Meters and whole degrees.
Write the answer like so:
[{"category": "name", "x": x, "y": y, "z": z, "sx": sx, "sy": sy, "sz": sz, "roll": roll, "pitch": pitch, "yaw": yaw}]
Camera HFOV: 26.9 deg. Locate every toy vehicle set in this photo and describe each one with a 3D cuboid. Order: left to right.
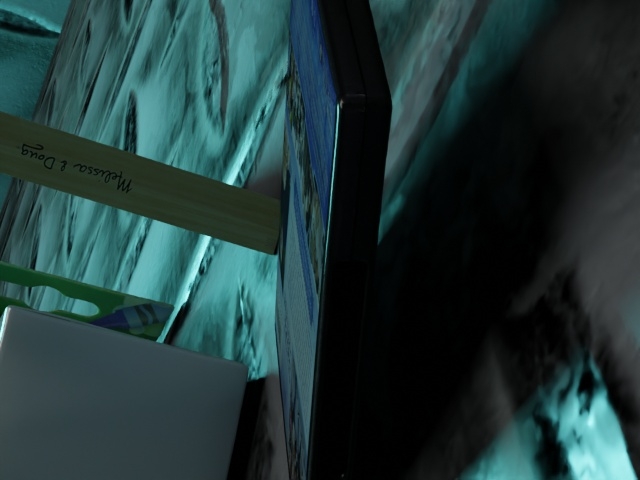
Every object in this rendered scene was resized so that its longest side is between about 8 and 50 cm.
[{"category": "toy vehicle set", "x": -0.169, "y": -0.050, "z": 0.875, "sx": 0.166, "sy": 0.266, "sz": 0.035, "roll": -167, "pitch": 94, "yaw": -74}]

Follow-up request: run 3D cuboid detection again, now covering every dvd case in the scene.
[{"category": "dvd case", "x": 0.000, "y": 0.000, "z": 0.584, "sx": 0.180, "sy": 0.022, "sz": 0.253, "roll": -99, "pitch": 11, "yaw": -52}]

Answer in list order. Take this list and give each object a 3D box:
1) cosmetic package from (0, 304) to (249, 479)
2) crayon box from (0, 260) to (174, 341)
[{"category": "cosmetic package", "x": -0.167, "y": 0.243, "z": 0.798, "sx": 0.197, "sy": 0.155, "sz": 0.366, "roll": 140, "pitch": 142, "yaw": -66}, {"category": "crayon box", "x": -0.267, "y": 0.161, "z": 1.092, "sx": 0.083, "sy": 0.203, "sz": 0.323, "roll": -94, "pitch": 26, "yaw": -47}]
